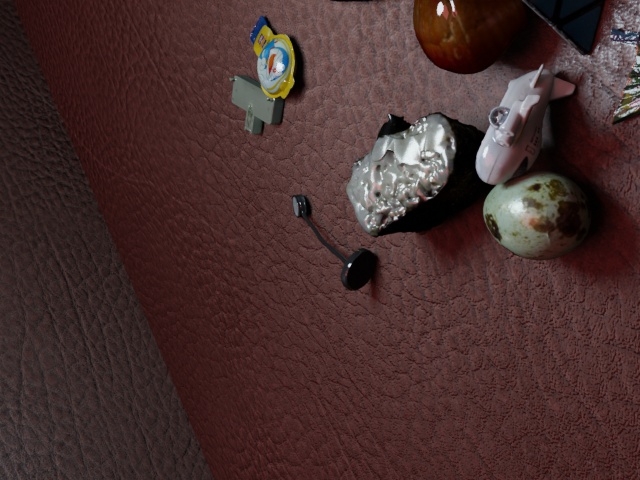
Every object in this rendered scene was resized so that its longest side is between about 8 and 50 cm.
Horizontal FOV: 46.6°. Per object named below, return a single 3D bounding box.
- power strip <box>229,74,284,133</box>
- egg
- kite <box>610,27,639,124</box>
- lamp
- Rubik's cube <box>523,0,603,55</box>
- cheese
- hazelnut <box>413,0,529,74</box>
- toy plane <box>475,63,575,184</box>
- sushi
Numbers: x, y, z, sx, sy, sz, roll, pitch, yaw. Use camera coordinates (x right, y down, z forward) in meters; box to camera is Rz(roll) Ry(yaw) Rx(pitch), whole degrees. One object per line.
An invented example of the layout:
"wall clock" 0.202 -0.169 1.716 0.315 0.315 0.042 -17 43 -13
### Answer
"power strip" -0.194 -0.386 2.176 0.216 0.061 0.145 36 126 43
"egg" 0.401 -0.050 1.405 0.231 0.169 0.169 23 119 61
"kite" 0.578 -0.325 1.211 0.234 0.016 0.320 33 126 43
"lamp" 0.036 -0.008 2.008 0.371 0.109 0.130 -129 29 -52
"Rubik's cube" 0.393 -0.494 1.296 0.228 0.229 0.233 71 -146 -69
"cheese" -0.134 -0.504 2.051 0.177 0.069 0.270 -52 50 39
"hazelnut" 0.270 -0.435 1.422 0.230 0.230 0.229 20 116 49
"toy plane" 0.370 -0.210 1.374 0.118 0.244 0.244 26 125 12
"sushi" 0.216 -0.149 1.599 0.349 0.208 0.234 -30 65 47
